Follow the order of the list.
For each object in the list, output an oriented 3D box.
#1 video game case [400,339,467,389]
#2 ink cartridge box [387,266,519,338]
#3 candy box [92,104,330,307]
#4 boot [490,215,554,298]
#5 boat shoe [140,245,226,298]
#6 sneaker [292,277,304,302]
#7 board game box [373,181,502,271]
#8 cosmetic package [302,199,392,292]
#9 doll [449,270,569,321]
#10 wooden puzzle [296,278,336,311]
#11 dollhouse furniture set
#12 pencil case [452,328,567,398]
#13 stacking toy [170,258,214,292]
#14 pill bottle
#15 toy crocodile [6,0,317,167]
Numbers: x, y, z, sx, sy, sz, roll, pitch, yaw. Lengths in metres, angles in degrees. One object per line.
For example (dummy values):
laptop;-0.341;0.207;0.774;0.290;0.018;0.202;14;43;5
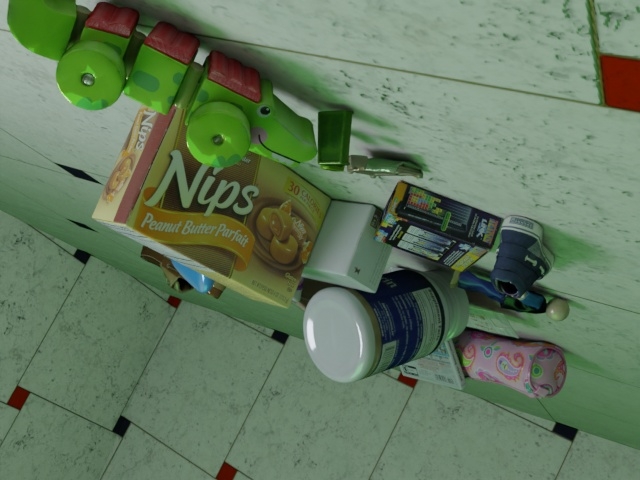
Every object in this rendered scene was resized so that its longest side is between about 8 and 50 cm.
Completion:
video game case;0.226;0.231;1.928;0.212;0.023;0.193;2;116;59
ink cartridge box;0.251;0.115;1.597;0.225;0.056;0.181;9;164;25
candy box;-0.137;-0.046;1.188;0.088;0.182;0.316;9;163;44
boot;0.255;0.038;1.114;0.069;0.086;0.190;16;167;26
boat shoe;-0.390;0.086;2.421;0.324;0.119;0.122;13;166;35
sneaker;-0.072;0.032;1.688;0.095;0.104;0.236;22;-168;-22
board game box;0.152;-0.015;1.154;0.141;0.048;0.170;19;168;1
cosmetic package;0.000;0.000;1.330;0.231;0.117;0.085;12;166;44
doll;0.301;0.087;1.364;0.189;0.046;0.129;20;170;10
wooden puzzle;0.034;0.127;1.742;0.221;0.044;0.239;4;-165;-35
dollhouse furniture set;0.051;-0.106;0.974;0.076;0.058;0.152;3;179;37
pencil case;0.387;0.262;1.840;0.124;0.124;0.284;28;166;-31
stacking toy;-0.097;0.001;1.497;0.302;0.175;0.166;10;-163;-36
pill bottle;0.114;0.130;1.403;0.265;0.153;0.153;-11;-167;-41
toy crocodile;-0.152;-0.170;0.871;0.341;0.105;0.115;24;-150;-16
